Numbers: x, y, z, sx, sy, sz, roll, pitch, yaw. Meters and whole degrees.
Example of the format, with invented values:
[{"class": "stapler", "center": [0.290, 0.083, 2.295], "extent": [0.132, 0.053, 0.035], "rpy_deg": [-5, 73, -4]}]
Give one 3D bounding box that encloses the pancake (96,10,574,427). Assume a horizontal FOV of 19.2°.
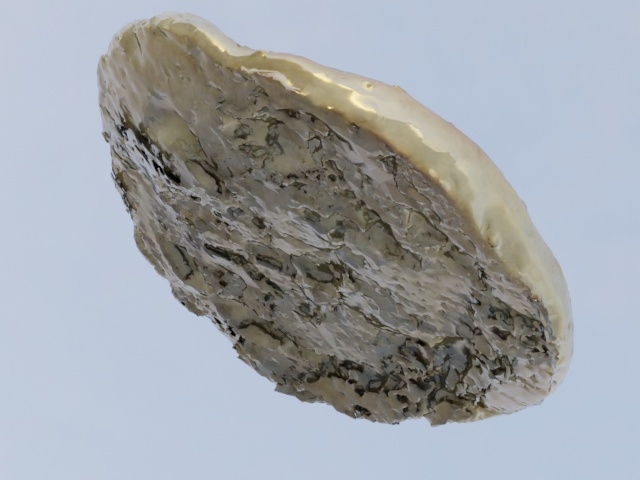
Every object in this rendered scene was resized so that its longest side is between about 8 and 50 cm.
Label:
[{"class": "pancake", "center": [-0.001, 0.000, 0.894], "extent": [0.282, 0.049, 0.282], "rpy_deg": [30, -26, 16]}]
